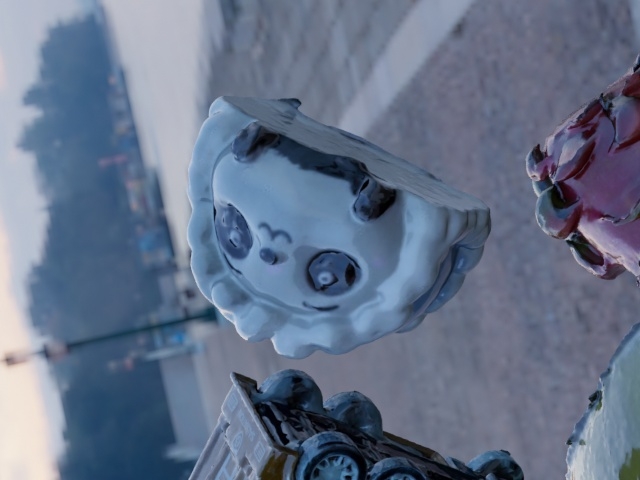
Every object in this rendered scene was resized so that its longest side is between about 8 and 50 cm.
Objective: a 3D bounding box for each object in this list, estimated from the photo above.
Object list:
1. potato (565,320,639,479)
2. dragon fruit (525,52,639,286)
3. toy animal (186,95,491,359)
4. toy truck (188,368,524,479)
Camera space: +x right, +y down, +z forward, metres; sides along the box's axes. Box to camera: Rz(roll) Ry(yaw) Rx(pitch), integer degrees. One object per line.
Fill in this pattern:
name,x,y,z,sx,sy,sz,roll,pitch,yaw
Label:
potato,0.436,0.225,1.466,0.442,0.385,0.319,-62,33,38
dragon fruit,0.348,-0.049,1.801,0.243,0.227,0.307,34,-173,-16
toy animal,0.000,0.000,1.288,0.156,0.208,0.204,-68,-17,14
toy truck,0.046,0.228,1.400,0.162,0.305,0.136,-61,25,11
